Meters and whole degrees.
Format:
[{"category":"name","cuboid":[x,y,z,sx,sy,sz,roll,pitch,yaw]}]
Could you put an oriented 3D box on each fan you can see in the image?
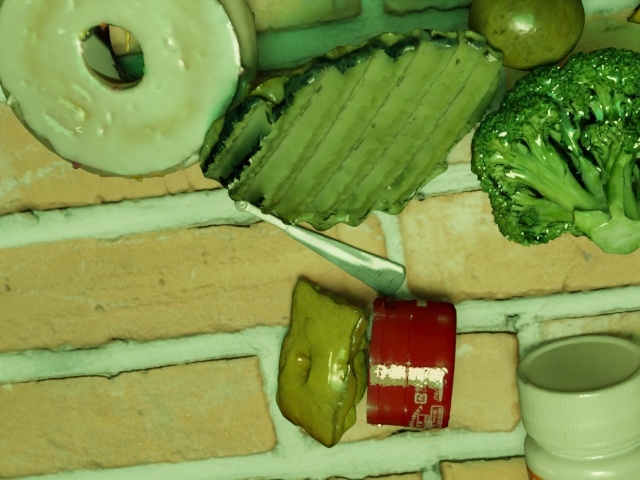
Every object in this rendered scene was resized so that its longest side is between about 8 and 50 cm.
[{"category":"fan","cuboid":[0.000,0.000,1.676,0.282,0.023,0.057,29,112,-6]}]

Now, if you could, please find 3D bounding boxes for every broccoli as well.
[{"category":"broccoli","cuboid":[0.344,-0.101,1.459,0.307,0.275,0.308,-2,134,-2]}]

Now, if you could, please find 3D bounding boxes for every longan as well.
[{"category":"longan","cuboid":[0.265,-0.286,1.476,0.154,0.145,0.176,28,133,-24]}]

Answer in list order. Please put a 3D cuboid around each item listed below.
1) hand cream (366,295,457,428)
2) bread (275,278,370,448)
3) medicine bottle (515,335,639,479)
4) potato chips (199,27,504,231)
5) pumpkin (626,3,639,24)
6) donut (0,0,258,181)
[{"category":"hand cream","cuboid":[0.132,0.180,1.636,0.125,0.193,0.193,4,110,3]},{"category":"bread","cuboid":[0.009,0.184,1.684,0.088,0.160,0.233,4,109,-36]},{"category":"medicine bottle","cuboid":[0.412,0.345,1.652,0.211,0.211,0.371,-10,108,10]},{"category":"potato chips","cuboid":[0.041,-0.144,1.483,0.358,0.070,0.429,5,147,-26]},{"category":"pumpkin","cuboid":[0.531,-0.347,1.434,0.149,0.130,0.254,34,108,-6]},{"category":"donut","cuboid":[-0.267,-0.269,1.543,0.382,0.142,0.383,2,110,6]}]
